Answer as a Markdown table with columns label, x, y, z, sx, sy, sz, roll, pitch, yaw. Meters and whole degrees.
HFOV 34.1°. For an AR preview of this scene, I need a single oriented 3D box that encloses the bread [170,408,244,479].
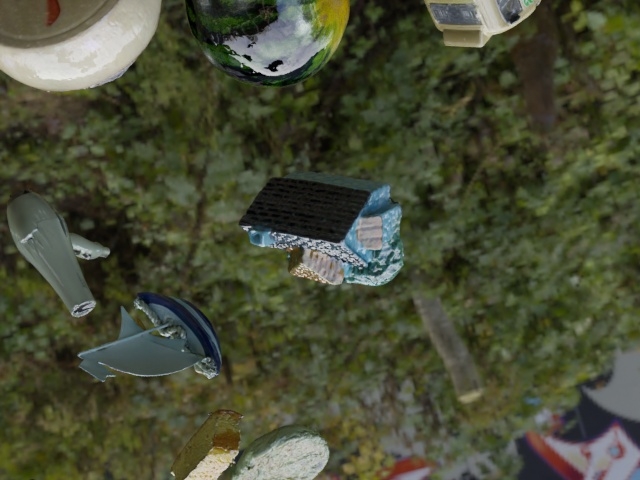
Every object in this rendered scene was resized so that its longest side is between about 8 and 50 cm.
| label | x | y | z | sx | sy | sz | roll | pitch | yaw |
| --- | --- | --- | --- | --- | --- | --- | --- | --- | --- |
| bread | -0.215 | 0.406 | 1.979 | 0.065 | 0.103 | 0.187 | 33 | 112 | -24 |

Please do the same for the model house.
| label | x | y | z | sx | sy | sz | roll | pitch | yaw |
| --- | --- | --- | --- | --- | --- | --- | --- | --- | --- |
| model house | 0.000 | 0.000 | 2.051 | 0.261 | 0.226 | 0.241 | 9 | -163 | 27 |

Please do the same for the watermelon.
| label | x | y | z | sx | sy | sz | roll | pitch | yaw |
| --- | --- | --- | --- | --- | --- | --- | --- | --- | --- |
| watermelon | -0.081 | -0.363 | 1.606 | 0.269 | 0.269 | 0.269 | -14 | 167 | -3 |

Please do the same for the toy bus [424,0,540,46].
| label | x | y | z | sx | sy | sz | roll | pitch | yaw |
| --- | --- | --- | --- | --- | --- | --- | --- | --- | --- |
| toy bus | 0.243 | -0.523 | 1.813 | 0.177 | 0.202 | 0.365 | 13 | 145 | 44 |

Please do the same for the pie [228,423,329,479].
| label | x | y | z | sx | sy | sz | roll | pitch | yaw |
| --- | --- | --- | --- | --- | --- | --- | --- | --- | --- |
| pie | -0.073 | 0.381 | 1.756 | 0.186 | 0.041 | 0.187 | -19 | 136 | -20 |

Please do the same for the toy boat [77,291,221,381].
| label | x | y | z | sx | sy | sz | roll | pitch | yaw |
| --- | --- | --- | --- | --- | --- | --- | --- | --- | --- |
| toy boat | -0.293 | 0.174 | 1.776 | 0.291 | 0.220 | 0.067 | -14 | 140 | -57 |

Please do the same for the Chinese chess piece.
| label | x | y | z | sx | sy | sz | roll | pitch | yaw |
| --- | --- | --- | --- | --- | --- | --- | --- | --- | --- |
| Chinese chess piece | -0.445 | -0.421 | 1.835 | 0.338 | 0.338 | 0.140 | -16 | 151 | 8 |

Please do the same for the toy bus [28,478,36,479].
| label | x | y | z | sx | sy | sz | roll | pitch | yaw |
| --- | --- | --- | --- | --- | --- | --- | --- | --- | --- |
| toy bus | -0.470 | 0.506 | 1.559 | 0.262 | 0.128 | 0.150 | -48 | -157 | -5 |

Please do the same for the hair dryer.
| label | x | y | z | sx | sy | sz | roll | pitch | yaw |
| --- | --- | --- | --- | --- | --- | --- | --- | --- | --- |
| hair dryer | -0.387 | 0.041 | 1.638 | 0.088 | 0.219 | 0.225 | -37 | 140 | 11 |
